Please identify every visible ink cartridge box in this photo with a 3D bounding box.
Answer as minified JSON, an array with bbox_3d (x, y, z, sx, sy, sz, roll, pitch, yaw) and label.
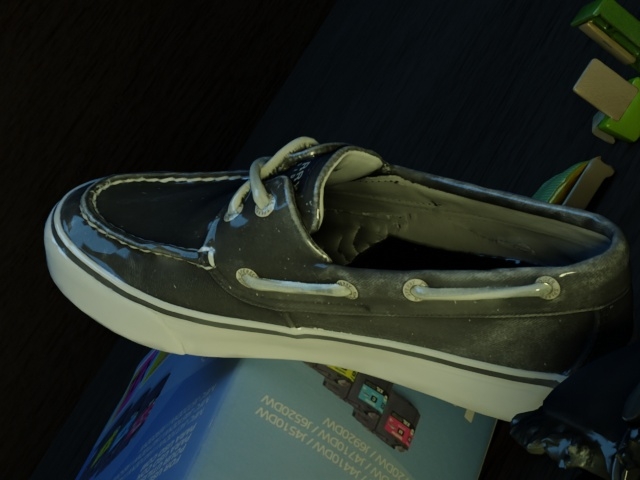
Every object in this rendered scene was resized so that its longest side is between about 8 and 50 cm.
[{"bbox_3d":[-0.057,0.180,0.933,0.270,0.151,0.395,-46,14,42],"label":"ink cartridge box"}]

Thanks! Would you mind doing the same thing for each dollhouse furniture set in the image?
[{"bbox_3d":[0.147,-0.066,1.059,0.152,0.058,0.076,-56,9,-10],"label":"dollhouse furniture set"}]

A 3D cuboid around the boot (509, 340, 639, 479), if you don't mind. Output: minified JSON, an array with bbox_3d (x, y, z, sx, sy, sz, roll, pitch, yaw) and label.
[{"bbox_3d":[0.158,0.025,0.571,0.246,0.094,0.207,-57,10,-17],"label":"boot"}]

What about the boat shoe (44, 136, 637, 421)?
[{"bbox_3d":[0.000,0.000,0.835,0.108,0.301,0.102,-52,-34,-41],"label":"boat shoe"}]
